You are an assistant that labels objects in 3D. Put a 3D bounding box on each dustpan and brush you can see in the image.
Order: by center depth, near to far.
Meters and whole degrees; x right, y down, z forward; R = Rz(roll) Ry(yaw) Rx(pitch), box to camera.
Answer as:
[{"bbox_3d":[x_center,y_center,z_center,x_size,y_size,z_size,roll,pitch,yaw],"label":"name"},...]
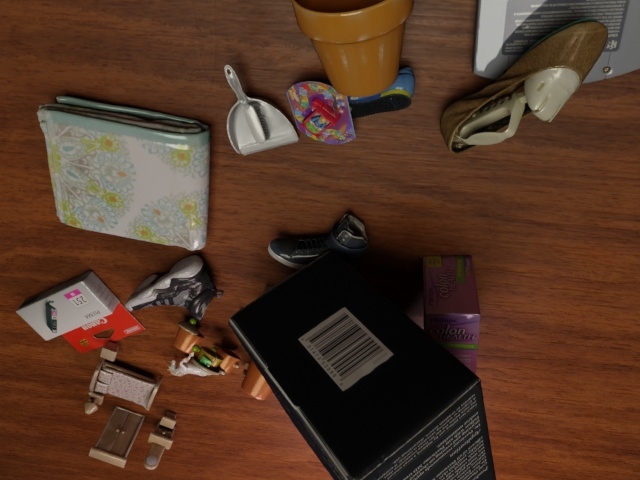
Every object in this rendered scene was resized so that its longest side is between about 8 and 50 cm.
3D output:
[{"bbox_3d":[-0.147,-0.272,1.164,0.148,0.060,0.211,-12,122,16],"label":"dustpan and brush"}]

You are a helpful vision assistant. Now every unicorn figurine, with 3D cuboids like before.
[{"bbox_3d":[-0.382,0.367,1.645,0.162,0.060,0.111,21,124,-5],"label":"unicorn figurine"}]

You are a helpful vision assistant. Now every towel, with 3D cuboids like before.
[{"bbox_3d":[-0.440,-0.148,1.285,0.375,0.090,0.320,11,128,1],"label":"towel"}]

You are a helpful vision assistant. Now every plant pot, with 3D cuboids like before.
[{"bbox_3d":[0.067,-0.370,0.995,0.205,0.205,0.187,-3,140,11],"label":"plant pot"}]

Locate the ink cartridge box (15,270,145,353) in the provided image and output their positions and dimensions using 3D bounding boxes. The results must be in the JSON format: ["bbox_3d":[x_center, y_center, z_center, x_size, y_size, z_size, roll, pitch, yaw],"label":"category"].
[{"bbox_3d":[-0.685,0.228,1.600,0.275,0.060,0.238,-22,117,22],"label":"ink cartridge box"}]

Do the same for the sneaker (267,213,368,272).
[{"bbox_3d":[0.001,-0.001,1.307,0.227,0.086,0.163,14,133,-8],"label":"sneaker"}]

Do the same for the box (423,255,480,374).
[{"bbox_3d":[0.303,0.194,1.322,0.118,0.213,0.242,-1,124,10],"label":"box"}]

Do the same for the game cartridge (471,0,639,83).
[{"bbox_3d":[0.429,-0.380,1.004,0.298,0.062,0.198,1,129,8],"label":"game cartridge"}]

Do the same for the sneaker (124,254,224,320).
[{"bbox_3d":[-0.382,0.155,1.471,0.269,0.101,0.153,-28,113,22],"label":"sneaker"}]

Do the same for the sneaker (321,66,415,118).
[{"bbox_3d":[0.089,-0.299,1.117,0.210,0.082,0.069,-3,161,29],"label":"sneaker"}]

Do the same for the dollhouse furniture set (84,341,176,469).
[{"bbox_3d":[-0.576,0.526,1.712,0.304,0.173,0.355,23,127,-7],"label":"dollhouse furniture set"}]

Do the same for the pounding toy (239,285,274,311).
[{"bbox_3d":[-0.138,0.232,1.491,0.181,0.094,0.205,15,125,-2],"label":"pounding toy"}]

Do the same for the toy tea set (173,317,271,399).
[{"bbox_3d":[-0.244,0.312,1.546,0.336,0.200,0.124,31,86,-13],"label":"toy tea set"}]

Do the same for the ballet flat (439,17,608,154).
[{"bbox_3d":[0.352,-0.248,1.000,0.116,0.124,0.343,26,147,-31],"label":"ballet flat"}]

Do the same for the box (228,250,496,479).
[{"bbox_3d":[0.098,0.361,1.216,0.298,0.480,0.471,-33,133,-15],"label":"box"}]

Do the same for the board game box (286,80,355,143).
[{"bbox_3d":[-0.004,-0.246,1.134,0.133,0.033,0.168,11,148,21],"label":"board game box"}]
